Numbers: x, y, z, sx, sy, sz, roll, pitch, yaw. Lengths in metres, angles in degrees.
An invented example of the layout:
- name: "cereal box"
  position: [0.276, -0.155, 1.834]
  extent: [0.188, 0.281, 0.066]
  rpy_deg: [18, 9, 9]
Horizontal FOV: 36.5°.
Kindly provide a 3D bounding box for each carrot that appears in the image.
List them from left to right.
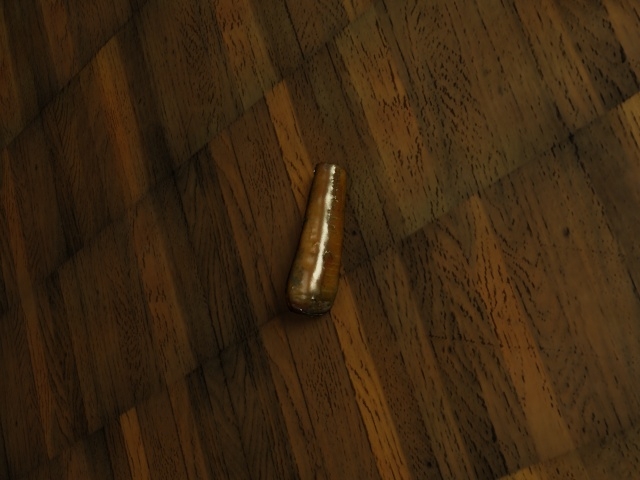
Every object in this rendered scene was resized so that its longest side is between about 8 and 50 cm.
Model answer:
- name: "carrot"
  position: [0.000, 0.000, 1.019]
  extent: [0.055, 0.055, 0.161]
  rpy_deg: [6, 81, 43]
